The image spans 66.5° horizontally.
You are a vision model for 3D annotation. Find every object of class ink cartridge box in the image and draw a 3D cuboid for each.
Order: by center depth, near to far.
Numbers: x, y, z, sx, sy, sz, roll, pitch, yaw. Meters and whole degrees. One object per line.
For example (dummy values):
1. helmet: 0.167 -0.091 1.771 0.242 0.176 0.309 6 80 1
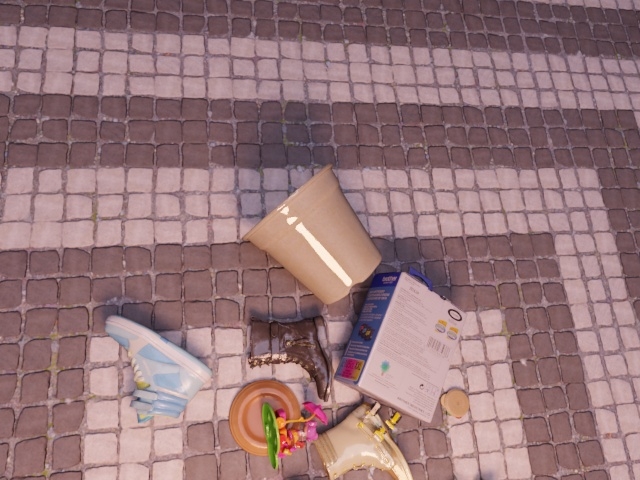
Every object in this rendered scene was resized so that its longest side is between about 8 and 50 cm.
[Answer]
1. ink cartridge box: 0.242 0.267 1.380 0.269 0.151 0.396 33 72 -22

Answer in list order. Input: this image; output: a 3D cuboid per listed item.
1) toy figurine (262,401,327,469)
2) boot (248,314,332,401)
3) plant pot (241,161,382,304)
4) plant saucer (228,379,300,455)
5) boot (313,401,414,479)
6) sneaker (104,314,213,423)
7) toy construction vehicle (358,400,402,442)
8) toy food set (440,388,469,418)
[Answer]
1. toy figurine: -0.058 0.496 1.285 0.159 0.130 0.173 -6 96 -23
2. boot: -0.089 0.334 1.381 0.228 0.091 0.263 -6 70 -8
3. plant pot: 0.000 0.000 1.396 0.334 0.334 0.305 -43 96 -20
4. plant saucer: -0.150 0.484 1.337 0.199 0.037 0.200 3 72 -10
5. boot: 0.116 0.603 1.317 0.203 0.095 0.262 -26 73 -19
6. sneaker: -0.466 0.347 1.271 0.318 0.127 0.208 31 68 0
7. toy construction vehicle: 0.160 0.488 1.321 0.086 0.035 0.098 42 61 5
8. toy food set: 0.405 0.486 1.456 0.083 0.020 0.083 -29 80 -18
